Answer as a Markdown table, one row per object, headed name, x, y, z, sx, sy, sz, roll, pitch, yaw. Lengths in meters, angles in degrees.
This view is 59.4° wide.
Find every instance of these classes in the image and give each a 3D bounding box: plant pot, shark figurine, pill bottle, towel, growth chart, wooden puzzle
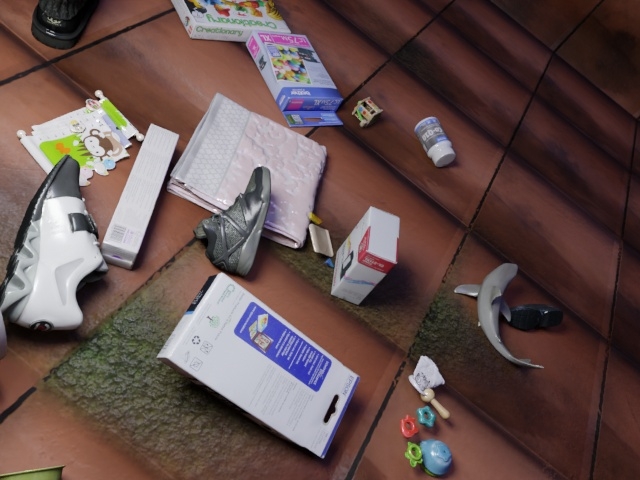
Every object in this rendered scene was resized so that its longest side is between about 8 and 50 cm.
| name | x | y | z | sx | sy | sz | roll | pitch | yaw |
| --- | --- | --- | --- | --- | --- | --- | --- | --- | --- |
| plant pot | -0.381 | 0.344 | 0.739 | 0.083 | 0.083 | 0.079 | 2 | 68 | -31 |
| shark figurine | 0.420 | 0.170 | 1.322 | 0.166 | 0.116 | 0.278 | 1 | 63 | -6 |
| pill bottle | 0.339 | -0.289 | 1.656 | 0.078 | 0.078 | 0.137 | -4 | 59 | -34 |
| towel | -0.147 | -0.169 | 1.285 | 0.317 | 0.053 | 0.332 | 25 | 48 | -13 |
| growth chart | -0.474 | -0.203 | 1.131 | 0.172 | 0.021 | 0.237 | 42 | 46 | 1 |
| wooden puzzle | 0.000 | 0.000 | 1.250 | 0.078 | 0.014 | 0.116 | 27 | 48 | -52 |

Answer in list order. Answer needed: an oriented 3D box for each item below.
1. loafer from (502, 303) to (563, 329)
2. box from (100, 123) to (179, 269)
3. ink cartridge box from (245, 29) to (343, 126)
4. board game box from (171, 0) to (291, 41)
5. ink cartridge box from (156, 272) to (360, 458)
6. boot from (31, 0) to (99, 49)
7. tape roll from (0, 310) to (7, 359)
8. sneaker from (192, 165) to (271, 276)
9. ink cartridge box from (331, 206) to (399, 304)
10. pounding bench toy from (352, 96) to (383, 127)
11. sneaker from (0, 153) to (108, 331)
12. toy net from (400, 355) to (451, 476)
| name | x | y | z | sx | sy | sz | roll | pitch | yaw |
| --- | --- | --- | --- | --- | --- | --- | --- | --- | --- |
| loafer | 0.533 | 0.190 | 1.436 | 0.170 | 0.062 | 0.061 | 6 | 15 | -20 |
| box | -0.349 | -0.093 | 1.094 | 0.067 | 0.063 | 0.324 | 20 | 49 | -19 |
| ink cartridge box | -0.063 | -0.447 | 1.543 | 0.185 | 0.065 | 0.311 | -9 | 64 | -36 |
| board game box | -0.254 | -0.641 | 1.576 | 0.305 | 0.053 | 0.193 | -12 | 64 | -37 |
| ink cartridge box | -0.093 | 0.217 | 0.954 | 0.332 | 0.065 | 0.165 | 41 | 61 | -20 |
| boot | -0.541 | -0.622 | 1.239 | 0.131 | 0.260 | 0.348 | 10 | 53 | -25 |
| tape roll | -0.542 | 0.077 | 0.721 | 0.169 | 0.246 | 0.246 | -23 | 71 | -42 |
| sneaker | -0.174 | -0.053 | 1.117 | 0.130 | 0.087 | 0.228 | 18 | 81 | -14 |
| ink cartridge box | 0.093 | 0.036 | 1.191 | 0.072 | 0.175 | 0.127 | 21 | 48 | -13 |
| pounding bench toy | 0.123 | -0.363 | 1.596 | 0.065 | 0.052 | 0.083 | 46 | 46 | 8 |
| sneaker | -0.430 | 0.006 | 0.947 | 0.146 | 0.122 | 0.331 | 23 | 49 | -32 |
| toy net | 0.200 | 0.341 | 1.118 | 0.122 | 0.045 | 0.232 | 15 | 49 | -19 |
